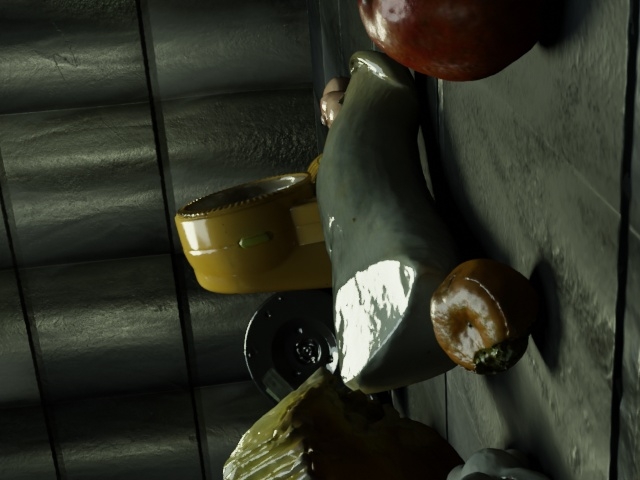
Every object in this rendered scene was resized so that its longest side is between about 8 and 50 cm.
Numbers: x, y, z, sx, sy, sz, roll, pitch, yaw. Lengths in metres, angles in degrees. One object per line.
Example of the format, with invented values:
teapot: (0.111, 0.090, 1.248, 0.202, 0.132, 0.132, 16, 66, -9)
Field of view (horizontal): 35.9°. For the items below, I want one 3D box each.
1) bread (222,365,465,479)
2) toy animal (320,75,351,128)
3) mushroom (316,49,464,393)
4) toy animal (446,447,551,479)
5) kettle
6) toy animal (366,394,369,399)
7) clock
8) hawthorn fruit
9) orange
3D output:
bread: (0.045, 0.233, 0.854, 0.250, 0.133, 0.179, 41, -148, -16)
toy animal: (0.039, -0.228, 1.642, 0.089, 0.083, 0.150, -46, 30, 20)
mushroom: (0.067, -0.038, 1.003, 0.397, 0.126, 0.177, -99, 21, -47)
toy animal: (0.128, 0.197, 0.749, 0.085, 0.071, 0.124, -98, 4, -51)
kettle: (0.037, 0.172, 1.620, 0.207, 0.251, 0.271, -59, -14, 14)
toy animal: (0.035, 0.374, 1.729, 0.229, 0.210, 0.221, 5, -109, -56)
clock: (-0.051, -0.017, 1.483, 0.244, 0.317, 0.200, -120, 18, -81)
hawthorn fruit: (0.080, -0.155, 0.602, 0.125, 0.140, 0.125, 29, 128, 45)
orange: (0.120, 0.051, 0.709, 0.086, 0.062, 0.086, 22, 123, 39)
